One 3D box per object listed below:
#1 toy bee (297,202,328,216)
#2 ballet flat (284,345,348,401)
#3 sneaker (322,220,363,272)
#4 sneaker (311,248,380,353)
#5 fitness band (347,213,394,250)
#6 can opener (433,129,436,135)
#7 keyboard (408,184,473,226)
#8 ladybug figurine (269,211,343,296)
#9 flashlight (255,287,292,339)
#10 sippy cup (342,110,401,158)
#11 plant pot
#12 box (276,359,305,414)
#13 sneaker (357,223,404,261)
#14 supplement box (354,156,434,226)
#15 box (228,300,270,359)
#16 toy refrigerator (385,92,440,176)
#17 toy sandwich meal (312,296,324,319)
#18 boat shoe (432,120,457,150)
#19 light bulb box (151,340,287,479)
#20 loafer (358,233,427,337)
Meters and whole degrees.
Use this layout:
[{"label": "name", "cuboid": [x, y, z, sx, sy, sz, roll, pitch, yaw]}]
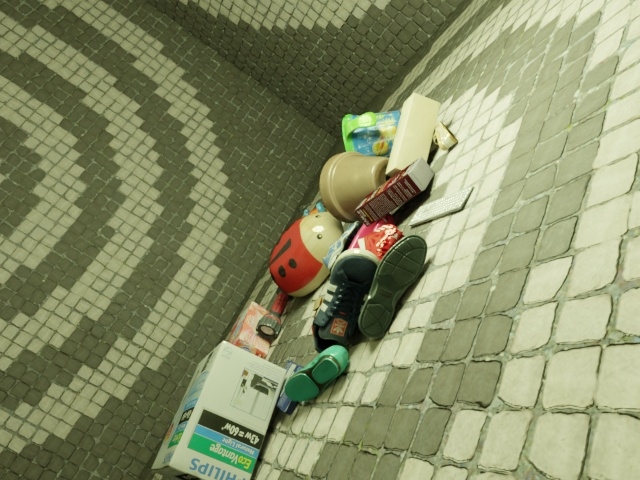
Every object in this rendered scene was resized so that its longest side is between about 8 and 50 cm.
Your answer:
[{"label": "toy bee", "cuboid": [-0.021, -0.093, 2.425, 0.195, 0.162, 0.298, -27, -4, 39]}, {"label": "ballet flat", "cuboid": [-0.002, 0.347, 1.277, 0.087, 0.083, 0.247, -32, -11, -49]}, {"label": "sneaker", "cuboid": [0.079, 0.015, 1.766, 0.211, 0.080, 0.081, -54, 43, 0]}, {"label": "sneaker", "cuboid": [0.061, 0.174, 1.259, 0.148, 0.131, 0.350, -72, -1, -46]}, {"label": "fitness band", "cuboid": [0.142, 0.024, 1.602, 0.291, 0.054, 0.209, -60, 11, -22]}, {"label": "can opener", "cuboid": [0.370, -0.427, 1.854, 0.095, 0.076, 0.283, -52, 11, 19]}, {"label": "keyboard", "cuboid": [0.312, -0.088, 1.296, 0.072, 0.014, 0.256, -60, 12, -17]}, {"label": "ladybug figurine", "cuboid": [-0.077, 0.054, 1.970, 0.449, 0.161, 0.305, -49, 38, 39]}, {"label": "flashlight", "cuboid": [-0.184, 0.287, 2.127, 0.103, 0.103, 0.304, -16, 32, 31]}, {"label": "sippy cup", "cuboid": [0.227, -0.403, 1.933, 0.223, 0.240, 0.305, -11, 19, 20]}, {"label": "plant pot", "cuboid": [0.163, -0.200, 1.742, 0.229, 0.263, 0.263, -4, 51, 54]}, {"label": "box", "cuboid": [-0.087, 0.434, 1.449, 0.137, 0.036, 0.225, -60, 10, -15]}, {"label": "sneaker", "cuboid": [0.179, 0.022, 1.374, 0.128, 0.087, 0.221, -41, 30, 14]}, {"label": "supplement box", "cuboid": [0.228, -0.149, 1.522, 0.239, 0.073, 0.130, -36, 9, 38]}, {"label": "box", "cuboid": [-0.305, 0.422, 2.134, 0.154, 0.142, 0.300, -52, 12, 19]}, {"label": "toy refrigerator", "cuboid": [0.304, -0.335, 1.620, 0.094, 0.102, 0.270, 150, 136, -74]}, {"label": "toy sandwich meal", "cuboid": [-0.007, 0.234, 1.693, 0.086, 0.029, 0.086, -53, 11, 16]}, {"label": "boat shoe", "cuboid": [0.384, -0.330, 1.550, 0.059, 0.063, 0.170, -45, 15, 22]}, {"label": "light bulb box", "cuboid": [-0.311, 0.550, 1.488, 0.358, 0.225, 0.361, -45, 21, 54]}, {"label": "loafer", "cuboid": [0.166, 0.104, 1.184, 0.268, 0.096, 0.084, -60, -1, -2]}]
